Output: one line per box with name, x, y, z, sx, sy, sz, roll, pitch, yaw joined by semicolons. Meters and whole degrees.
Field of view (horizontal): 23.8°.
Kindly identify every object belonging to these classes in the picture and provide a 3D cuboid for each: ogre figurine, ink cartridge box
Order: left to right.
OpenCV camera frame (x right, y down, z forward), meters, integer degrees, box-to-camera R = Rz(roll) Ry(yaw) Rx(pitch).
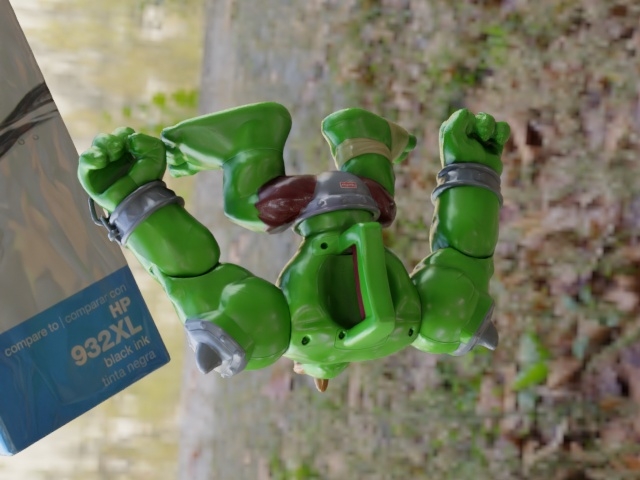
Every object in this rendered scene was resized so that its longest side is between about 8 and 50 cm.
ink cartridge box;-0.254;-0.029;0.966;0.223;0.129;0.307;-7;110;55
ogre figurine;0.000;0.000;0.667;0.097;0.197;0.118;-37;56;43
